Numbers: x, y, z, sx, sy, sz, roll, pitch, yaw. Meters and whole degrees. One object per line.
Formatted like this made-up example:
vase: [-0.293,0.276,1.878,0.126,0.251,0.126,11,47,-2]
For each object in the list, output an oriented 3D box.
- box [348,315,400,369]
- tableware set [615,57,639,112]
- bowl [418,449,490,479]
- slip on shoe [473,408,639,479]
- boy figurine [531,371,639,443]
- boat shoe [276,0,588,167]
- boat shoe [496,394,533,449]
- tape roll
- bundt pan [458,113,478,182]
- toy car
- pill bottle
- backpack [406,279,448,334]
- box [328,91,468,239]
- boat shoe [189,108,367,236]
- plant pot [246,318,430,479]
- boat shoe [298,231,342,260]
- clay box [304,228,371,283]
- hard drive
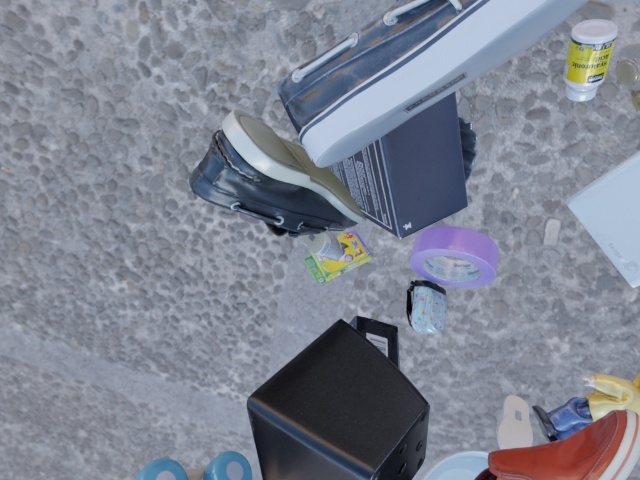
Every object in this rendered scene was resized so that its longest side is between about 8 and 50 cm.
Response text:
box: [0.082,0.290,1.029,0.108,0.153,0.207,17,138,-13]
tableware set: [0.732,-0.346,1.019,0.020,0.169,0.141,-29,104,-6]
bowl: [0.355,0.655,1.153,0.298,0.134,0.297,1,85,-6]
slip on shoe: [0.270,0.319,0.606,0.331,0.123,0.101,-43,70,15]
boy figurine: [0.605,0.347,0.976,0.285,0.092,0.177,-28,103,9]
boat shoe: [0.100,-0.182,0.385,0.306,0.113,0.105,-30,86,24]
boat shoe: [0.391,0.393,0.952,0.066,0.184,0.063,17,112,13]
tape roll: [0.441,0.060,1.531,0.275,0.090,0.275,15,155,7]
bundt pan: [0.295,-0.218,1.325,0.124,0.331,0.330,41,137,41]
toy car: [-0.211,0.471,0.669,0.210,0.238,0.219,15,131,-40]
pill bottle: [0.437,-0.291,0.756,0.065,0.065,0.116,-1,140,16]
backpack: [0.384,0.243,1.648,0.152,0.182,0.115,25,157,-30]
box: [0.133,-0.204,0.959,0.183,0.294,0.296,-24,120,-14]
boat shoe: [-0.044,-0.058,0.627,0.113,0.340,0.127,-41,71,15]
plant pot: [0.037,0.252,0.607,0.167,0.188,0.187,23,131,37]
boat shoe: [0.001,-0.001,1.273,0.081,0.227,0.079,31,99,-24]
clay box: [0.061,0.060,1.715,0.222,0.127,0.053,-25,151,-12]
hard drive: [0.623,-0.080,0.793,0.307,0.040,0.203,-43,69,37]
